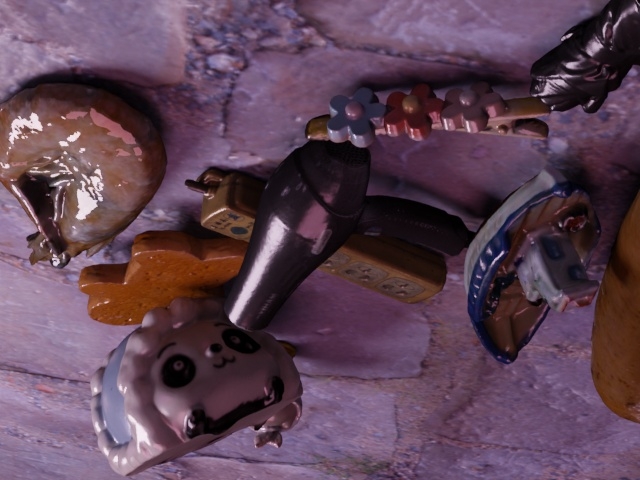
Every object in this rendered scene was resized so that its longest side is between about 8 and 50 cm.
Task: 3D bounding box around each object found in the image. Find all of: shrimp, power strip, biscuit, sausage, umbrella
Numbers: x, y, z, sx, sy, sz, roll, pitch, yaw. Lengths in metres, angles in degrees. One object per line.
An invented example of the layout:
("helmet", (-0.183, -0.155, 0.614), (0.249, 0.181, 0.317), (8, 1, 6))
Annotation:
("shrimp", (-0.249, -0.056, 1.620), (0.168, 0.077, 0.317), (26, 145, -13))
("power strip", (0.000, 0.000, 1.685), (0.305, 0.044, 0.064), (22, 150, -27))
("biscuit", (-0.171, 0.038, 1.803), (0.165, 0.036, 0.250), (8, 157, -28))
("sausage", (0.326, 0.032, 1.571), (0.123, 0.136, 0.501), (-5, 152, -3))
("umbrella", (0.235, -0.165, 1.293), (0.066, 0.059, 0.236), (-2, 159, -22))

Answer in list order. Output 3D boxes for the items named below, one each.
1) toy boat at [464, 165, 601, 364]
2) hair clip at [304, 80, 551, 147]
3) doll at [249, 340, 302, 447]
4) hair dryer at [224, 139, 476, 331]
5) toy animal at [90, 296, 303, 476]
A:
("toy boat", (0.201, 0.036, 1.599), (0.114, 0.115, 0.262), (-11, 155, -17))
("hair clip", (0.089, -0.106, 1.442), (0.214, 0.062, 0.056), (1, 141, 9))
("doll", (-0.060, 0.185, 1.968), (0.073, 0.127, 0.084), (13, 153, -12))
("hair dryer", (0.055, 0.010, 1.623), (0.271, 0.091, 0.235), (10, 132, -26))
("toy animal", (-0.143, 0.147, 1.831), (0.208, 0.156, 0.204), (-21, 168, -29))
